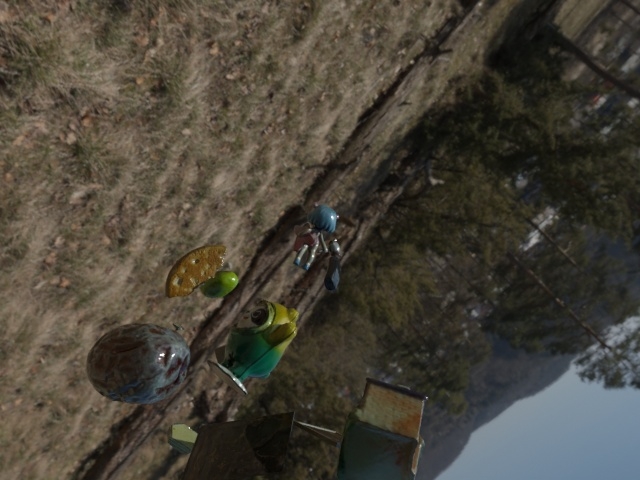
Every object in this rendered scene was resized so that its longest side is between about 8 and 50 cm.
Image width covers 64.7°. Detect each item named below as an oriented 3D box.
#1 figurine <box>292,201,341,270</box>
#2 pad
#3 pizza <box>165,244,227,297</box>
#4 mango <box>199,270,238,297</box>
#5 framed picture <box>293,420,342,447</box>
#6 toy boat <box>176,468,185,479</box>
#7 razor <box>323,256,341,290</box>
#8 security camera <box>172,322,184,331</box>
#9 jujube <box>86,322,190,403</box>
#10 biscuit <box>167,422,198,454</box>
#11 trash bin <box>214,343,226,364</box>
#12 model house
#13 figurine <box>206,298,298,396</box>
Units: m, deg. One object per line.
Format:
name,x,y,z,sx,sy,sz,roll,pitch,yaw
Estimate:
figurine,-0.003,-0.007,1.829,0.260,0.205,0.103,-64,-178,-23
pad,-0.277,0.700,1.714,0.368,0.007,0.247,-12,-153,13
pizza,-0.408,0.096,1.641,0.246,0.127,0.058,-52,-172,-11
mango,-0.394,0.162,1.929,0.117,0.089,0.163,27,133,-32
framed picture,0.054,0.728,1.855,0.289,0.211,0.020,36,70,-46
toy boat,-0.517,0.960,2.016,0.059,0.140,0.066,-42,-156,-9
razor,0.052,0.137,2.093,0.054,0.148,0.090,-8,127,18
security camera,-0.614,0.394,2.097,0.092,0.058,0.058,-59,160,-8
jujube,-0.529,0.354,1.481,0.308,0.215,0.246,-13,-162,18
biscuit,-0.518,0.823,2.037,0.046,0.147,0.250,-44,114,0
trash bin,-0.313,0.459,2.149,0.236,0.101,0.177,-23,174,35
model house,0.205,0.590,1.574,0.280,0.245,0.312,-57,156,-60
figurine,-0.226,0.373,1.829,0.340,0.231,0.324,-48,-159,-24
